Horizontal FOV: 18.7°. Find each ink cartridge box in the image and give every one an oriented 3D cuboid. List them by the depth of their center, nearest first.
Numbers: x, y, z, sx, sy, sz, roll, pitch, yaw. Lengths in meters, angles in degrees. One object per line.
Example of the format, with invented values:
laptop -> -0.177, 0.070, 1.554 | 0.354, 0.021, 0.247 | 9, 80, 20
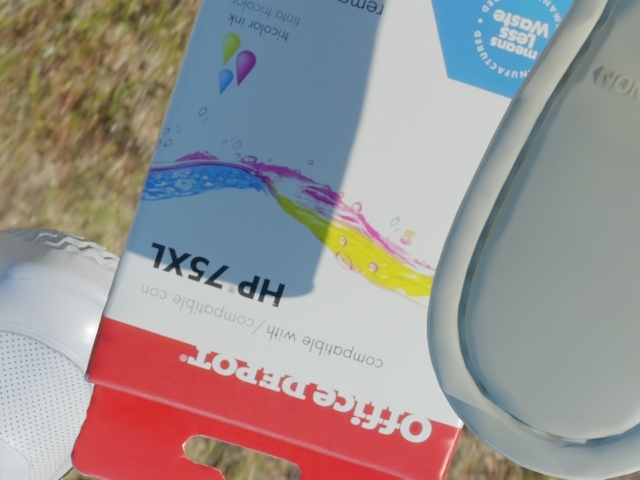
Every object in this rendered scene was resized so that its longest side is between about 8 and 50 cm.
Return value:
ink cartridge box -> 0.000, 0.000, 0.697 | 0.134, 0.078, 0.231 | 17, 95, -4

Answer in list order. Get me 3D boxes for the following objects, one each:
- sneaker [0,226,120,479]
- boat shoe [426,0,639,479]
sneaker -> -0.213, 0.160, 0.925 | 0.137, 0.210, 0.366 | 36, 121, -26
boat shoe -> 0.143, -0.079, 0.537 | 0.117, 0.097, 0.324 | 31, 95, 22
